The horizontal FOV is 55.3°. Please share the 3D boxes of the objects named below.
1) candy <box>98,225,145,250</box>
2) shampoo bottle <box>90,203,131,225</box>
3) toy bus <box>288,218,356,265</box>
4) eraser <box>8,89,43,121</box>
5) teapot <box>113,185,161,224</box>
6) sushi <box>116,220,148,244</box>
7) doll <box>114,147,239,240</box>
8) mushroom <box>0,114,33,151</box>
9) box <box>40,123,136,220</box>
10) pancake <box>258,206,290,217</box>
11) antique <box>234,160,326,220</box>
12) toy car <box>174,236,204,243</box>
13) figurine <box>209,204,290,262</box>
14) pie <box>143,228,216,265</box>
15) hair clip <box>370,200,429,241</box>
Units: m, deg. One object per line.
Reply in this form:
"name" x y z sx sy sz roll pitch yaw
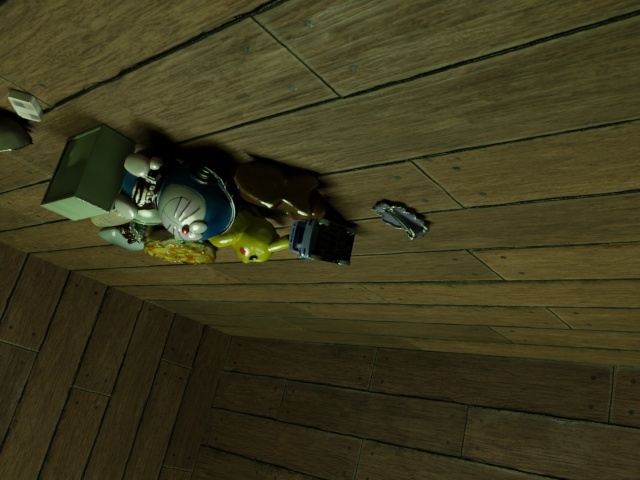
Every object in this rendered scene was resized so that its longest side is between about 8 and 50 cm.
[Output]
"candy" -0.837 -0.006 2.587 0.138 0.071 0.174 -5 152 44
"shampoo bottle" -0.764 -0.101 2.259 0.127 0.078 0.257 32 154 -35
"toy bus" 0.000 0.000 1.842 0.133 0.125 0.292 11 179 27
"eraser" -0.788 -0.360 1.637 0.065 0.026 0.105 13 160 -4
"teapot" -0.531 -0.122 1.877 0.294 0.129 0.193 9 -159 -27
"sushi" -0.725 -0.046 2.357 0.084 0.098 0.094 -2 151 33
"doll" -0.376 -0.127 1.694 0.310 0.240 0.284 26 134 0
"mushroom" -0.927 -0.306 1.760 0.188 0.141 0.117 3 124 21
"box" -0.653 -0.184 1.730 0.225 0.224 0.117 -5 153 44
"pancake" -0.107 -0.087 1.927 0.191 0.020 0.184 1 158 34
"antique" -0.105 -0.127 1.668 0.257 0.121 0.143 15 169 -1
"toy car" -0.423 -0.033 2.161 0.090 0.076 0.224 -7 -177 22
"figurine" -0.248 -0.032 1.929 0.327 0.169 0.218 32 173 -9
"pie" -0.569 0.031 2.491 0.315 0.092 0.315 9 163 3
"hair clip" 0.224 -0.055 1.741 0.195 0.052 0.124 34 148 -33
